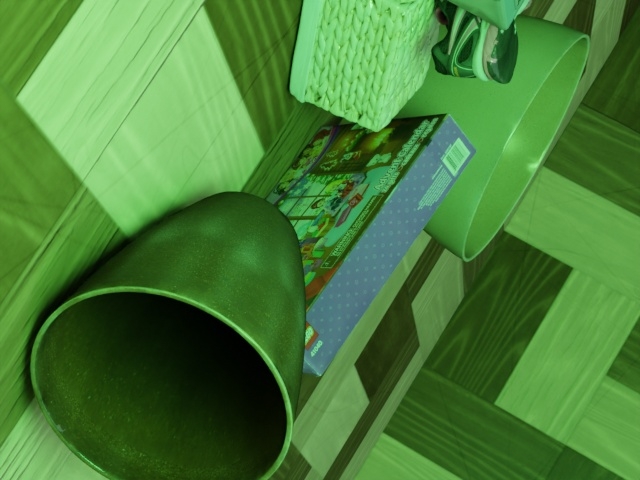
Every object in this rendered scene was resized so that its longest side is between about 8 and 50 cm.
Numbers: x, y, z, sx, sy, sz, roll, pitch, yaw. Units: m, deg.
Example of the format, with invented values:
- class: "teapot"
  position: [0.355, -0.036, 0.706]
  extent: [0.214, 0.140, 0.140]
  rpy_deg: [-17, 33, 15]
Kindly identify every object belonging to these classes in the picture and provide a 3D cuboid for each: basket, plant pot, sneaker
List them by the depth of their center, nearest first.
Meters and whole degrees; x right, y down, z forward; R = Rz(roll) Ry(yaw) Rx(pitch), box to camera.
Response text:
- class: "plant pot"
  position: [-0.099, 0.063, 1.250]
  extent: [0.230, 0.215, 0.215]
  rpy_deg: [-66, 176, -54]
- class: "sneaker"
  position: [0.142, -0.219, 1.335]
  extent: [0.072, 0.077, 0.178]
  rpy_deg: [62, 37, -46]
- class: "basket"
  position: [0.049, -0.200, 1.387]
  extent: [0.113, 0.103, 0.167]
  rpy_deg: [-49, 162, -39]
- class: "plant pot"
  position: [0.152, -0.146, 1.675]
  extent: [0.284, 0.191, 0.284]
  rpy_deg: [-54, 165, -21]

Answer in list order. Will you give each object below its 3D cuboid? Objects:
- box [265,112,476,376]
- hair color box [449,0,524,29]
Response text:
- class: "box"
  position: [0.000, 0.000, 1.458]
  extent: [0.057, 0.201, 0.293]
  rpy_deg: [50, 61, -27]
- class: "hair color box"
  position: [0.077, -0.300, 1.117]
  extent: [0.113, 0.185, 0.374]
  rpy_deg: [-60, 166, -5]
